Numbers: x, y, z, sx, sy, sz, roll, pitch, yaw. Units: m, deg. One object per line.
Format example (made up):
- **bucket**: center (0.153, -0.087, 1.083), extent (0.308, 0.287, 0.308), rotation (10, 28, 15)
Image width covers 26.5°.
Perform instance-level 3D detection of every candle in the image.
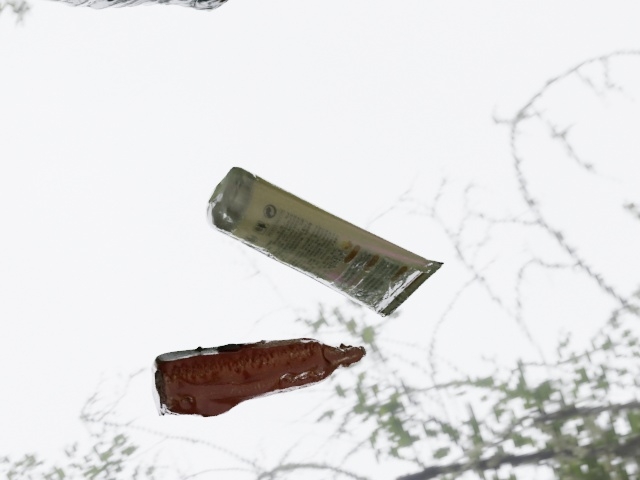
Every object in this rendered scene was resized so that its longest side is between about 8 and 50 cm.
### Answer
- **candle**: center (-0.041, 0.095, 0.954), extent (0.162, 0.048, 0.053), rotation (-8, -132, -21)

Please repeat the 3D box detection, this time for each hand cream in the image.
- **hand cream**: center (0.000, 0.000, 0.798), extent (0.143, 0.061, 0.039), rotation (27, -142, -23)

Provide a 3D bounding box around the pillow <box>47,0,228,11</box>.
- **pillow**: center (-0.024, -0.177, 0.680), extent (0.189, 0.255, 0.034), rotation (-9, -104, -56)
